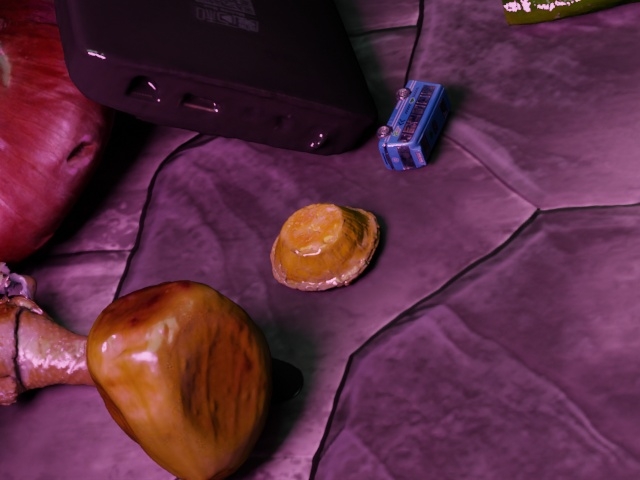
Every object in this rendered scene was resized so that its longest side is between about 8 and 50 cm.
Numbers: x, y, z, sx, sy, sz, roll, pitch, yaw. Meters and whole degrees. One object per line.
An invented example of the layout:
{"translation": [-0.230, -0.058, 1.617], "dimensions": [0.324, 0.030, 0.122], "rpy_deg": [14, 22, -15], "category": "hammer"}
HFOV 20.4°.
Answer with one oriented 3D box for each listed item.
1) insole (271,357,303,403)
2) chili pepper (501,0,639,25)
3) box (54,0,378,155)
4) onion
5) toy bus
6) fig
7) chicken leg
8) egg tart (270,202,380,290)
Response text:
{"translation": [-0.083, 0.118, 1.490], "dimensions": [0.153, 0.002, 0.053], "rpy_deg": [-3, 48, 23], "category": "insole"}
{"translation": [0.285, -0.259, 1.617], "dimensions": [0.253, 0.083, 0.099], "rpy_deg": [-17, 43, 17], "category": "chili pepper"}
{"translation": [-0.107, -0.202, 1.641], "dimensions": [0.290, 0.073, 0.289], "rpy_deg": [10, 38, -26], "category": "box"}
{"translation": [-0.366, -0.124, 1.658], "dimensions": [0.348, 0.285, 0.347], "rpy_deg": [-18, 50, 22], "category": "onion"}
{"translation": [0.084, -0.102, 1.592], "dimensions": [0.046, 0.038, 0.083], "rpy_deg": [7, 54, 27], "category": "toy bus"}
{"translation": [-0.107, 0.112, 1.411], "dimensions": [0.154, 0.144, 0.165], "rpy_deg": [-46, 65, 36], "category": "fig"}
{"translation": [-0.250, 0.095, 1.540], "dimensions": [0.196, 0.080, 0.125], "rpy_deg": [21, 59, 34], "category": "chicken leg"}
{"translation": [0.000, 0.000, 1.536], "dimensions": [0.105, 0.039, 0.105], "rpy_deg": [-14, 47, 15], "category": "egg tart"}
